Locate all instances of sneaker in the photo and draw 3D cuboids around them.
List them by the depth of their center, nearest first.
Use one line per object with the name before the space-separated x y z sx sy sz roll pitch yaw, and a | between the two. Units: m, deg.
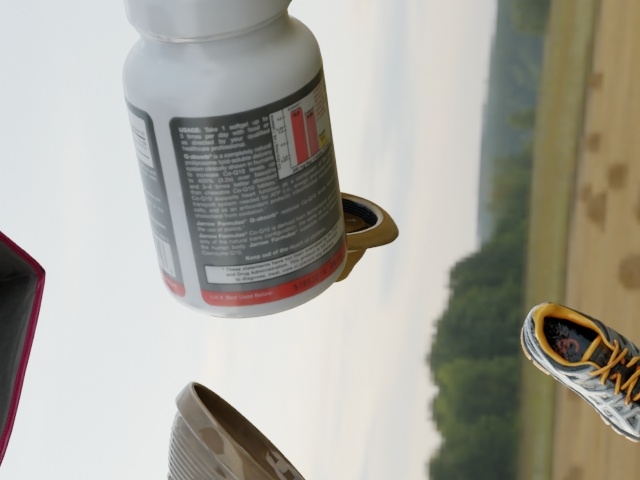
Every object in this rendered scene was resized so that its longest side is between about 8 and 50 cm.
sneaker | 0.284 0.129 1.546 0.084 0.215 0.083 -57 -21 -12

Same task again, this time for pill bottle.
pill bottle | -0.092 -0.118 1.675 0.210 0.210 0.363 -75 -20 -58

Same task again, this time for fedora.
fedora | 0.000 0.000 1.959 0.194 0.194 0.079 -70 -10 -65

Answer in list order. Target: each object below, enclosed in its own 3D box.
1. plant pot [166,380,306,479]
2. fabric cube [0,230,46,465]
plant pot | -0.113 0.293 1.981 0.110 0.237 0.237 -45 -9 1
fabric cube | -0.470 0.095 1.587 0.259 0.258 0.254 46 -139 -43
